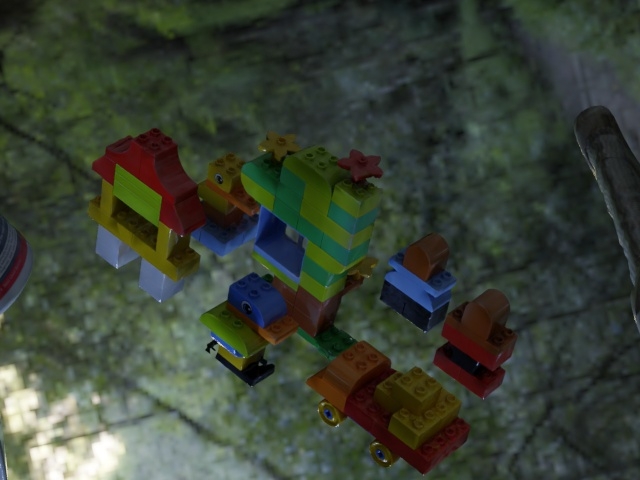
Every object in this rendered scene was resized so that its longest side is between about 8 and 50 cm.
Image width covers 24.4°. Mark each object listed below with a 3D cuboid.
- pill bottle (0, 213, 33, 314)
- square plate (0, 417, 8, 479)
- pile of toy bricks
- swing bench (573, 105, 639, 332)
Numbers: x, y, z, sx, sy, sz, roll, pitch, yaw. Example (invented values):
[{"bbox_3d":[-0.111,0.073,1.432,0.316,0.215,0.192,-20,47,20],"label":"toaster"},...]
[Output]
[{"bbox_3d":[-0.325,-0.015,1.187,0.180,0.108,0.108,51,-164,-36],"label":"pill bottle"},{"bbox_3d":[-0.282,-0.056,0.609,0.049,0.347,0.344,-55,-25,-45],"label":"square plate"},{"bbox_3d":[0.000,0.000,0.681,0.212,0.118,0.105,35,134,25],"label":"pile of toy bricks"},{"bbox_3d":[0.155,-0.059,0.428,0.253,0.165,0.254,-66,-22,-76],"label":"swing bench"}]
